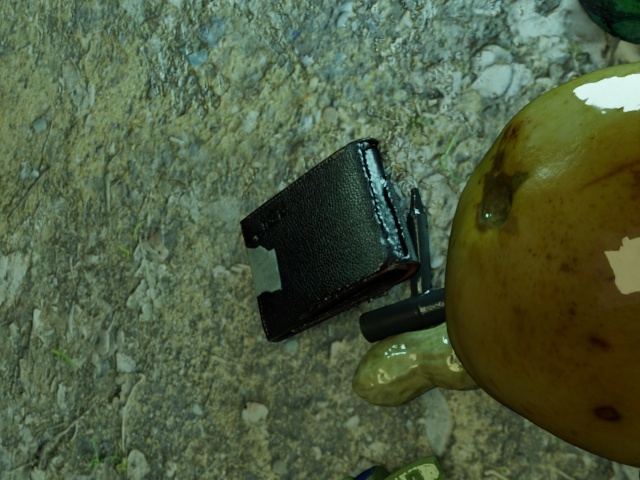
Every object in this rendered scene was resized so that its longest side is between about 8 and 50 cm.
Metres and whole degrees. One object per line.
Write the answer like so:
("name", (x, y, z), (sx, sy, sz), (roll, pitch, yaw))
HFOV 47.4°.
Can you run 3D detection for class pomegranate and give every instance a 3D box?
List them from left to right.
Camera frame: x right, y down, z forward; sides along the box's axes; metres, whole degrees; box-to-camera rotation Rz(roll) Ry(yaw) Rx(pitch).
("pomegranate", (0.326, 0.028, 0.748), (0.417, 0.416, 0.416), (-4, 81, 25))

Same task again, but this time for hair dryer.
("hair dryer", (0.121, 0.030, 1.023), (0.173, 0.050, 0.195), (-21, 70, 20))

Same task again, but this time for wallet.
("wallet", (0.000, 0.000, 1.048), (0.262, 0.071, 0.221), (-31, 60, 26))

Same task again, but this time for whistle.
("whistle", (0.068, 0.359, 0.976), (0.227, 0.085, 0.105), (-36, 74, 17))

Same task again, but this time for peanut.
("peanut", (0.150, 0.158, 0.956), (0.229, 0.103, 0.098), (-20, 64, 19))

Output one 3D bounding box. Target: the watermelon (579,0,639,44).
("watermelon", (0.399, -0.325, 0.915), (0.146, 0.128, 0.231), (-39, 70, 35))
